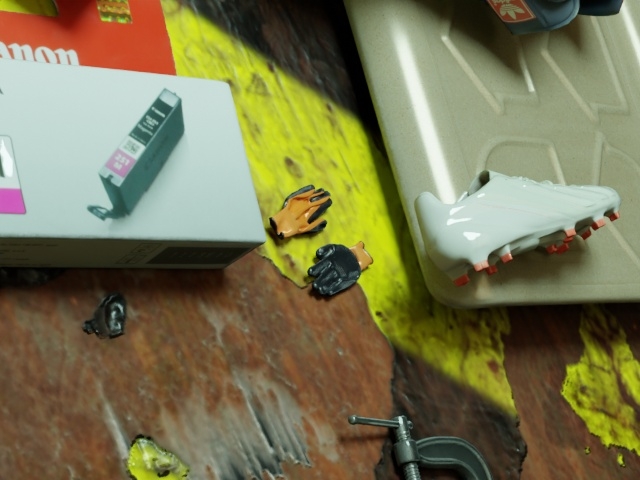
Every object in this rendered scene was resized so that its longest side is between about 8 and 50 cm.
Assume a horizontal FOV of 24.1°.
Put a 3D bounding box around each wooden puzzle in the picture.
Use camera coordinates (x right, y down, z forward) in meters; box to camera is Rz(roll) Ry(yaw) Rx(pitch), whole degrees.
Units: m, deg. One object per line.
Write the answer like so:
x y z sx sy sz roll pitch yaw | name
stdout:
0.184 -0.089 1.298 0.347 0.080 0.322 -2 68 -37 | wooden puzzle

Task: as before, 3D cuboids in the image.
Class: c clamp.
0.085 0.201 1.085 0.137 0.022 0.161 3 64 -46 | c clamp

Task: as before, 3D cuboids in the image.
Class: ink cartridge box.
-0.181 -0.100 0.990 0.275 0.060 0.239 1 68 -41 | ink cartridge box

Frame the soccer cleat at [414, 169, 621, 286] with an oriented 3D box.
0.156 -0.024 1.146 0.196 0.068 0.076 -16 75 -38 | soccer cleat

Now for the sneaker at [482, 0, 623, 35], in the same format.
0.139 -0.241 1.199 0.350 0.131 0.148 -3 97 -39 | sneaker

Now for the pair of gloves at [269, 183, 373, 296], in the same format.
0.000 0.000 1.127 0.074 0.010 0.083 -36 95 -48 | pair of gloves
